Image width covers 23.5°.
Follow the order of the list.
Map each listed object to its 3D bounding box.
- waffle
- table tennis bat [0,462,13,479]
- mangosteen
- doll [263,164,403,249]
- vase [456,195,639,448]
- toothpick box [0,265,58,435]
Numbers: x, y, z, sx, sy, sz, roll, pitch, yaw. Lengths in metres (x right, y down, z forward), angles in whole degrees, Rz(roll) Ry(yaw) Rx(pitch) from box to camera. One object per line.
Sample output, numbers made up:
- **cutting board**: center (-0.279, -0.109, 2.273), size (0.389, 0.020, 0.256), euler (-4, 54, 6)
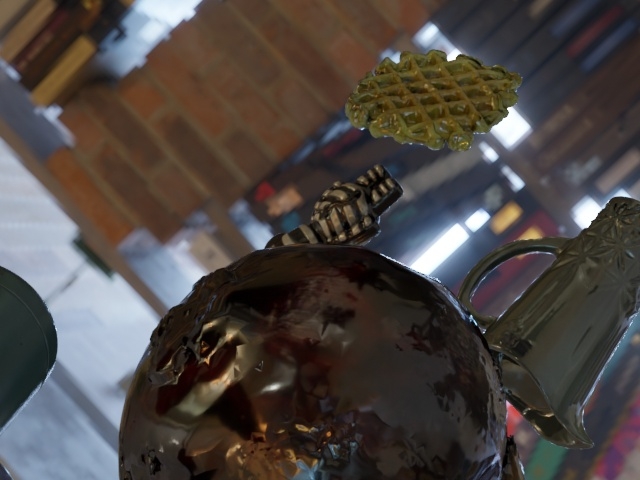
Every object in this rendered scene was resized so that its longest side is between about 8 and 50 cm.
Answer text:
- **waffle**: center (0.124, -0.157, 1.695), size (0.183, 0.169, 0.036), euler (19, 135, 29)
- **table tennis bat**: center (-0.244, 0.248, 1.256), size (0.098, 0.019, 0.155), euler (-102, -9, -82)
- **mangosteen**: center (0.009, 0.188, 1.473), size (0.421, 0.381, 0.381), euler (34, -165, -50)
- **doll**: center (0.000, 0.000, 1.748), size (0.091, 0.219, 0.067), euler (52, -178, 42)
- **vase**: center (0.313, 0.078, 1.925), size (0.251, 0.301, 0.156), euler (35, 162, 16)
- **toothpick box**: center (-0.269, 0.102, 1.074), size (0.120, 0.120, 0.184), euler (45, -152, -10)
